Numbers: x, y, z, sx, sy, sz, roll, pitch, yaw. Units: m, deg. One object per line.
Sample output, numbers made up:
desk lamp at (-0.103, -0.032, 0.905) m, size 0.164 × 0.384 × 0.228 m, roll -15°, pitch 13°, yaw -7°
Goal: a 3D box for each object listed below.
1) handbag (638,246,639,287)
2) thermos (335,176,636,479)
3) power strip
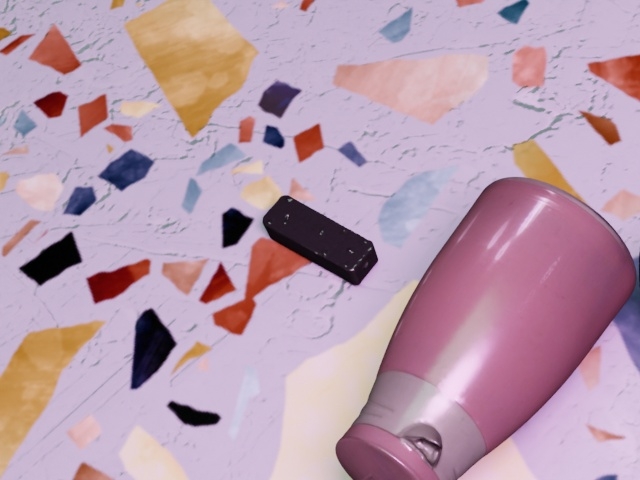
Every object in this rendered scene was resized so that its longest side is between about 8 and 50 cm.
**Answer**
handbag at (0.369, 0.050, 1.195) m, size 0.181 × 0.181 × 0.254 m, roll -37°, pitch 54°, yaw -14°
thermos at (0.114, 0.096, 1.245) m, size 0.146 × 0.176 × 0.265 m, roll 40°, pitch 65°, yaw -2°
power strip at (0.000, 0.000, 1.411) m, size 0.111 × 0.029 × 0.038 m, roll 30°, pitch 70°, yaw 31°
